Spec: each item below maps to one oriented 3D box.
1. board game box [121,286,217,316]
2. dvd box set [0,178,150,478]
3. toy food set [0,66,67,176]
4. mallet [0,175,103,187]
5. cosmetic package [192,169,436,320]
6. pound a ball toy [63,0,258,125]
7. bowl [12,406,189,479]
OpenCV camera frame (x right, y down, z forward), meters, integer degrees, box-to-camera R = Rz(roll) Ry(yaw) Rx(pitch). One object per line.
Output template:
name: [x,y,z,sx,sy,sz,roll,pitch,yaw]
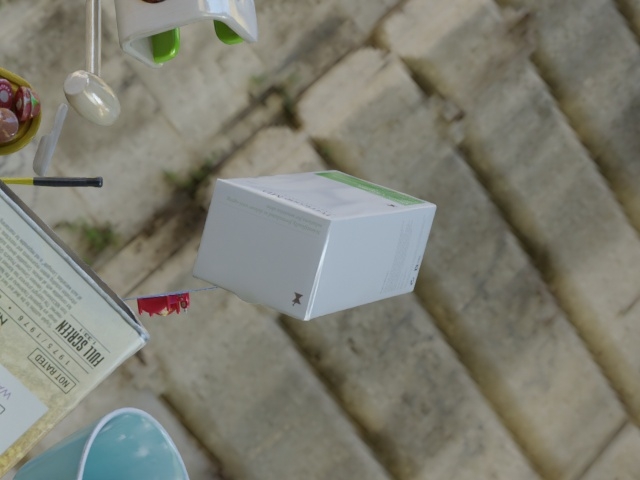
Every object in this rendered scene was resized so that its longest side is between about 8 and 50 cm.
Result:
board game box: [-0.224,0.092,2.044,0.133,0.168,0.033,-8,-90,50]
dvd box set: [-0.350,0.092,0.801,0.307,0.420,0.062,47,-4,-23]
toy food set: [-0.483,-0.195,2.110,0.218,0.128,0.071,25,-6,1]
mallet: [-0.378,-0.077,1.868,0.062,0.189,0.039,-165,-104,-84]
cosmetic package: [0.000,0.000,2.090,0.197,0.365,0.155,20,-78,23]
pound a ball toy: [-0.194,-0.303,1.518,0.208,0.319,0.136,-12,-16,17]
bowl: [-0.291,0.377,1.812,0.163,0.311,0.311,-13,-56,20]
